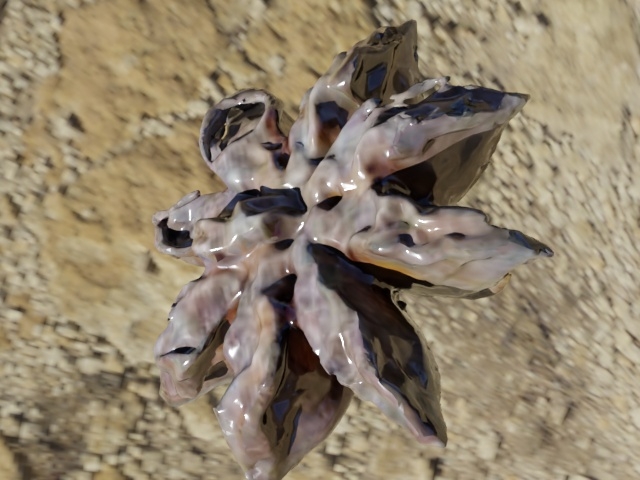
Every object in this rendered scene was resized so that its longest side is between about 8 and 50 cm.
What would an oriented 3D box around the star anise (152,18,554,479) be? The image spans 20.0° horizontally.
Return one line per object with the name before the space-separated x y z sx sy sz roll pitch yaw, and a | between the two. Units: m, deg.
star anise | 0.000 0.002 1.174 0.331 0.117 0.332 -21 57 36
